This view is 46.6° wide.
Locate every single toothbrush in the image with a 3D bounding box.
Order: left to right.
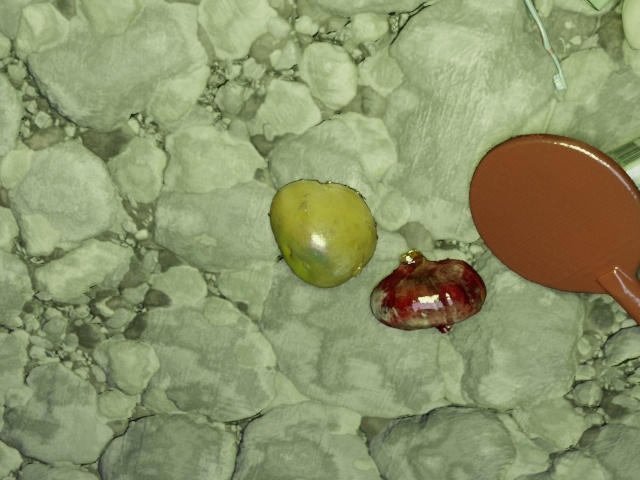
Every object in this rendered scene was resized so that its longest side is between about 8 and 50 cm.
[{"bbox_3d":[0.345,-0.321,1.160,0.019,0.013,0.193,-21,110,22],"label":"toothbrush"}]

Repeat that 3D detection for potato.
[{"bbox_3d":[0.000,0.000,1.269,0.182,0.117,0.202,-22,110,16],"label":"potato"}]

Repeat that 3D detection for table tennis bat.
[{"bbox_3d":[0.419,0.000,1.206,0.414,0.051,0.268,44,134,-3],"label":"table tennis bat"}]

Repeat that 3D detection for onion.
[{"bbox_3d":[0.185,0.098,1.301,0.206,0.098,0.151,-17,111,12],"label":"onion"}]

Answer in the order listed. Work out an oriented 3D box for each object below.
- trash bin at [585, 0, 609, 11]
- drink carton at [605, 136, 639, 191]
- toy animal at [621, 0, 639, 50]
[{"bbox_3d":[0.417,-0.424,1.088,0.116,0.059,0.130,38,111,-12],"label":"trash bin"},{"bbox_3d":[0.618,-0.141,1.165,0.315,0.106,0.130,-29,109,14],"label":"drink carton"},{"bbox_3d":[0.615,-0.345,1.027,0.357,0.194,0.258,5,158,3],"label":"toy animal"}]
